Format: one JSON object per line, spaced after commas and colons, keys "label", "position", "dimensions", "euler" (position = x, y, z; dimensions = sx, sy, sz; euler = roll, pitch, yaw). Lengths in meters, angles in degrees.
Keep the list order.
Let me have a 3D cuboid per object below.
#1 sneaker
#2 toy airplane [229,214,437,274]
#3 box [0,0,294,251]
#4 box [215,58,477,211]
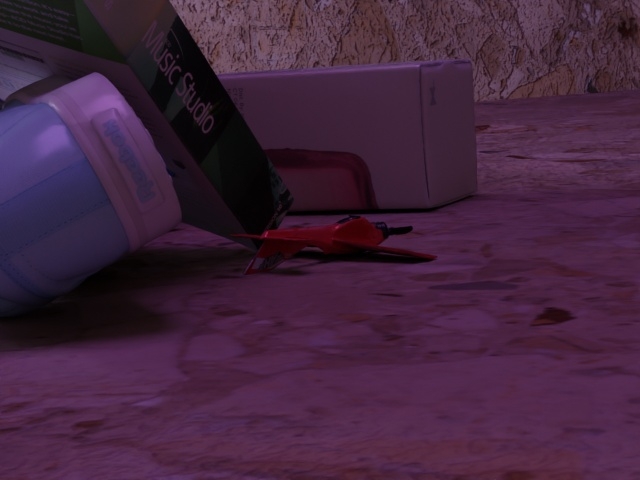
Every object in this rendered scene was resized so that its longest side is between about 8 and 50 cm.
{"label": "sneaker", "position": [-0.197, -0.021, 1.063], "dimensions": [0.150, 0.135, 0.366], "euler": [-27, 1, -14]}
{"label": "toy airplane", "position": [0.000, 0.000, 1.180], "dimensions": [0.151, 0.028, 0.151], "euler": [-3, 7, 0]}
{"label": "box", "position": [-0.172, -0.119, 1.180], "dimensions": [0.232, 0.058, 0.322], "euler": [20, -19, 27]}
{"label": "box", "position": [0.011, -0.094, 1.553], "dimensions": [0.232, 0.126, 0.148], "euler": [-1, 7, 23]}
